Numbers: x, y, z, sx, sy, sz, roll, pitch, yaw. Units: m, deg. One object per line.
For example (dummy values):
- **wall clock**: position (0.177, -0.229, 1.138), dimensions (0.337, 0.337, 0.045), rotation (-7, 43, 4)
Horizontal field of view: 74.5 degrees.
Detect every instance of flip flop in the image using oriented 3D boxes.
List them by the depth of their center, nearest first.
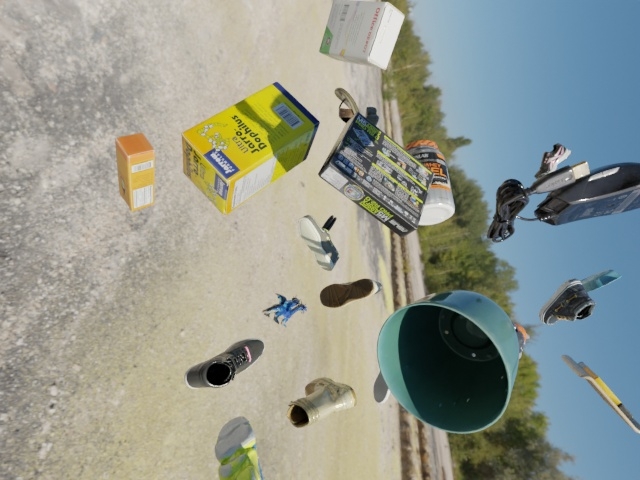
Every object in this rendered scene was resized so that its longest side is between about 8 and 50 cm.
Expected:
- **flip flop**: position (0.120, -0.495, 1.681), dimensions (0.276, 0.080, 0.112), rotation (63, 8, 12)

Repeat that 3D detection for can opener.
- **can opener**: position (0.020, -0.046, 2.114), dimensions (0.073, 0.186, 0.059), rotation (38, 0, 38)

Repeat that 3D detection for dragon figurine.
- **dragon figurine**: position (-0.157, 0.275, 1.759), dimensions (0.143, 0.085, 0.289), rotation (-60, 147, -10)

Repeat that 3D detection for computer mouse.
- **computer mouse**: position (0.365, -0.079, 0.594), dimensions (0.184, 0.262, 0.060), rotation (46, 31, -62)

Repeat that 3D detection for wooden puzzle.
- **wooden puzzle**: position (0.928, 0.491, 1.389), dimensions (0.238, 0.044, 0.221), rotation (46, 12, 8)

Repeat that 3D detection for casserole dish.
- **casserole dish**: position (0.920, 0.141, 1.418), dimensions (0.036, 0.114, 0.188), rotation (63, -4, 15)

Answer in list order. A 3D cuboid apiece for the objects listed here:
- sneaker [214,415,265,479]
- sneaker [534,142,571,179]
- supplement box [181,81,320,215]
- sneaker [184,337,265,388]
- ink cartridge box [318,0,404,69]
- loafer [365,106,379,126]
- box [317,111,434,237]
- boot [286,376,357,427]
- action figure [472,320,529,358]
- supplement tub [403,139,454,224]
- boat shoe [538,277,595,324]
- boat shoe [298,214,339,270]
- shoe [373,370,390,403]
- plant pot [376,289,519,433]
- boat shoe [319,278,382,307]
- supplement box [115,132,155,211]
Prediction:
- **sneaker**: position (-0.167, 0.503, 0.911), dimensions (0.240, 0.091, 0.126), rotation (-120, -169, -66)
- **sneaker**: position (0.965, -0.337, 1.784), dimensions (0.077, 0.178, 0.072), rotation (42, 0, -5)
- **supplement box**: position (-0.207, -0.277, 1.255), dimensions (0.195, 0.357, 0.194), rotation (45, -29, 8)
- **sneaker**: position (-0.282, 0.405, 1.380), dimensions (0.296, 0.147, 0.104), rotation (-19, 91, -39)
- **ink cartridge box**: position (0.115, -0.599, 1.220), dimensions (0.093, 0.213, 0.154), rotation (3, 111, -44)
- **loafer**: position (0.231, -0.541, 1.899), dimensions (0.170, 0.062, 0.061), rotation (-80, 175, -48)
- **box**: position (0.149, -0.167, 1.057), dimensions (0.270, 0.060, 0.216), rotation (35, 53, -13)
- **boot**: position (-0.032, 0.542, 1.408), dimensions (0.204, 0.262, 0.095), rotation (-11, 89, -35)
- **action figure**: position (0.564, 0.385, 1.325), dimensions (0.330, 0.179, 0.340), rotation (-31, 100, -35)
- **supplement tub**: position (0.426, -0.238, 1.717), dimensions (0.193, 0.194, 0.315), rotation (50, 33, -61)
- **boat shoe**: position (0.638, 0.186, 1.097), dimensions (0.183, 0.065, 0.083), rotation (91, -12, -46)
- **boat shoe**: position (-0.003, 0.000, 1.891), dimensions (0.091, 0.109, 0.304), rotation (-49, 127, -32)
- **shoe**: position (0.230, 0.439, 1.361), dimensions (0.081, 0.064, 0.177), rotation (25, 73, -38)
- **plant pot**: position (0.317, 0.245, 0.976), dimensions (0.235, 0.293, 0.292), rotation (-20, 100, -50)
- **boat shoe**: position (0.129, 0.232, 1.853), dimensions (0.098, 0.303, 0.109), rotation (8, 67, -49)
- **supplement box**: position (-0.518, -0.186, 1.182), dimensions (0.080, 0.233, 0.078), rotation (-26, 69, -36)
